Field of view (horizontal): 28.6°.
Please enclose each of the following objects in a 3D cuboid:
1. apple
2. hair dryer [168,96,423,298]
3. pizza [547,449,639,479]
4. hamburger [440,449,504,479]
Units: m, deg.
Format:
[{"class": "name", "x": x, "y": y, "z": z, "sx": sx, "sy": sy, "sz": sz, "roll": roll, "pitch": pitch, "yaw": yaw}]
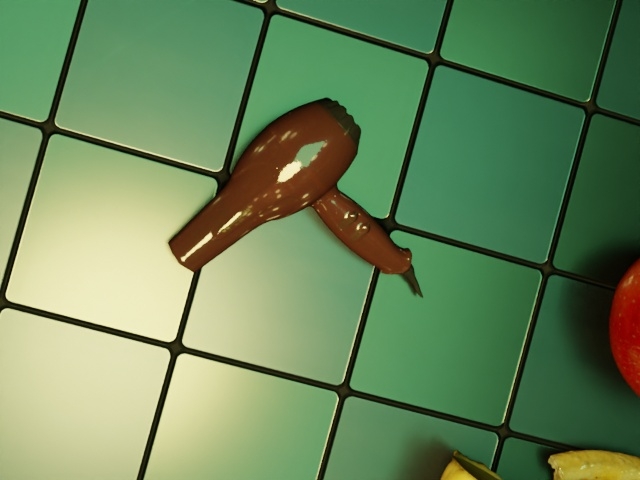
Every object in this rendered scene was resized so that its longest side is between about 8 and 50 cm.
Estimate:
[{"class": "apple", "x": 0.540, "y": 0.127, "z": 1.781, "sx": 0.261, "sy": 0.216, "sz": 0.260, "roll": 3, "pitch": 107, "yaw": 10}, {"class": "hair dryer", "x": 0.000, "y": 0.000, "z": 1.770, "sx": 0.312, "sy": 0.123, "sz": 0.340, "roll": -45, "pitch": 109, "yaw": 4}, {"class": "pizza", "x": 0.481, "y": 0.427, "z": 1.861, "sx": 0.365, "sy": 0.074, "sz": 0.182, "roll": 38, "pitch": 74, "yaw": -8}, {"class": "hamburger", "x": 0.230, "y": 0.428, "z": 1.736, "sx": 0.303, "sy": 0.261, "sz": 0.186, "roll": 36, "pitch": 89, "yaw": 10}]
